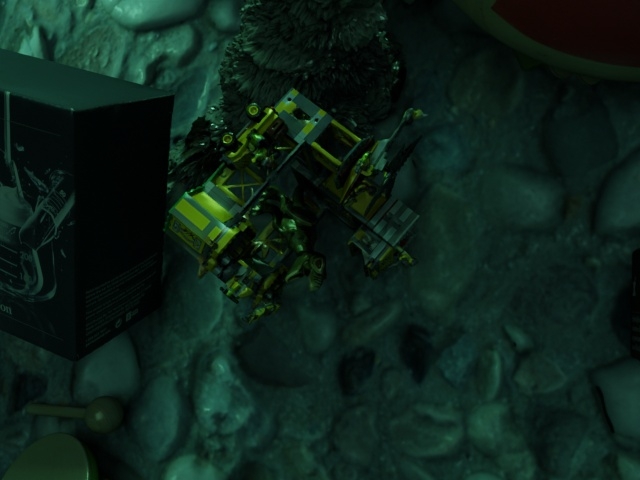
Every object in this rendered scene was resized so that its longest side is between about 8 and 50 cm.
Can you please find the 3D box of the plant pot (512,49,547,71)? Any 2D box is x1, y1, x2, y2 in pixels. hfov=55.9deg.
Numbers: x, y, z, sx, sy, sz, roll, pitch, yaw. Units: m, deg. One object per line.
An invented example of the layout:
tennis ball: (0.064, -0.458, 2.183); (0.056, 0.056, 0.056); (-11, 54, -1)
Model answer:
plant pot: (0.261, -0.252, 0.734); (0.083, 0.083, 0.079); (-17, 93, 14)

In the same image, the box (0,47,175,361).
box: (-0.388, -0.066, 0.782); (0.344, 0.179, 0.312); (17, 113, 18)

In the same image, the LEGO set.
LEGO set: (0.000, 0.000, 0.675); (0.192, 0.331, 0.255); (39, 75, 14)

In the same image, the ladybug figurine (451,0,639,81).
ladybug figurine: (0.315, -0.320, 0.589); (0.450, 0.162, 0.304); (8, 93, -9)

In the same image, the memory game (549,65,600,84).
memory game: (0.301, -0.272, 0.698); (0.186, 0.012, 0.186); (1, 88, -21)

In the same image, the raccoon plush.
raccoon plush: (-0.068, -0.186, 0.698); (0.216, 0.299, 0.446); (43, 97, 15)

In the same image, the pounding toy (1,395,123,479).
pounding toy: (-0.350, 0.349, 0.847); (0.183, 0.110, 0.236); (-13, 52, 25)

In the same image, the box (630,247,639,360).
box: (0.520, 0.072, 0.568); (0.382, 0.191, 0.143); (4, 86, 16)

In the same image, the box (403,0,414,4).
box: (0.167, -0.438, 0.742); (0.275, 0.113, 0.094); (-42, 51, 10)
